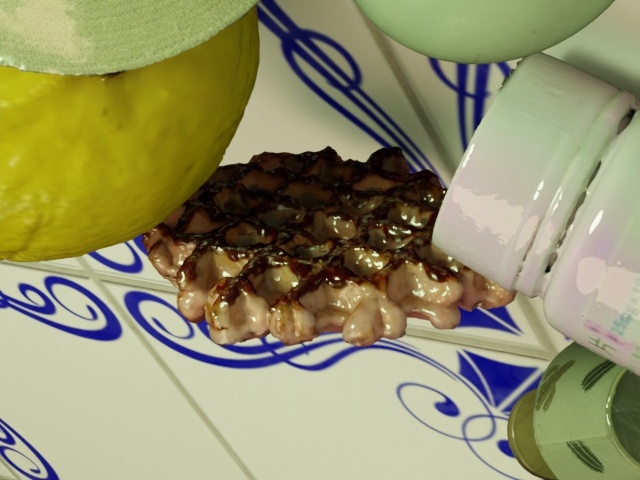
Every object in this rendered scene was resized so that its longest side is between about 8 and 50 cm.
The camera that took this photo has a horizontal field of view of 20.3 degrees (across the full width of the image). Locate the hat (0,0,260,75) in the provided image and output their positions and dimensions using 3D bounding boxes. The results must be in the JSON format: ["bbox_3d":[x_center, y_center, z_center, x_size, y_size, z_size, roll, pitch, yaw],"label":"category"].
[{"bbox_3d":[-0.120,-0.216,0.827,0.257,0.257,0.130,29,175,8],"label":"hat"}]

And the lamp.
[{"bbox_3d":[0.198,0.124,1.229,0.121,0.121,0.215,35,165,-3],"label":"lamp"}]

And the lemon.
[{"bbox_3d":[-0.177,-0.124,1.036,0.297,0.297,0.297,25,152,15],"label":"lemon"}]

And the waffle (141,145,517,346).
[{"bbox_3d":[0.000,0.000,1.107,0.234,0.221,0.055,-128,35,-55],"label":"waffle"}]

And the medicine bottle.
[{"bbox_3d":[0.201,0.005,0.986,0.254,0.152,0.152,27,152,12],"label":"medicine bottle"}]

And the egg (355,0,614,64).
[{"bbox_3d":[0.083,-0.163,0.838,0.149,0.149,0.192,37,146,-8],"label":"egg"}]
